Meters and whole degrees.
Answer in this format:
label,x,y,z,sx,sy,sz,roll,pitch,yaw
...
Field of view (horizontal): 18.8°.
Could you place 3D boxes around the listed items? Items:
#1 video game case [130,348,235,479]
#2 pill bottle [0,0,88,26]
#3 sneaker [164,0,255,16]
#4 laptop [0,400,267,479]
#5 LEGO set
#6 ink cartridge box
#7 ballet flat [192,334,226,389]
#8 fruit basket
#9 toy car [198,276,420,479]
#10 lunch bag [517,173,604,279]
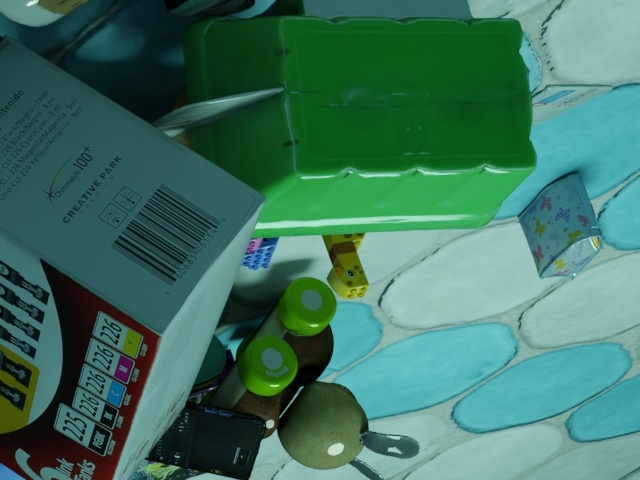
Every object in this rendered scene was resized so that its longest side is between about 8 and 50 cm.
label,x,y,z,sx,sy,sz,roll,pitch,yaw
video game case,-0.189,0.197,1.966,0.210,0.041,0.232,-13,154,-11
pill bottle,-0.099,-0.227,1.081,0.229,0.131,0.131,-28,154,16
sneaker,-0.055,-0.182,1.318,0.069,0.038,0.098,5,155,-44
laptop,-0.197,0.222,1.752,0.264,0.136,0.234,12,161,-2
LEGO set,0.000,0.000,1.648,0.227,0.093,0.087,-11,153,-18
ink cartridge box,-0.210,0.019,1.321,0.130,0.272,0.309,-54,173,-33
ballet flat,-0.200,0.103,1.755,0.231,0.077,0.077,1,169,-32
fruit basket,-0.014,-0.084,1.418,0.327,0.165,0.353,-3,179,-25
toy car,0.003,0.153,1.810,0.149,0.188,0.155,-56,-177,-33
lunch bag,0.232,-0.013,1.814,0.053,0.071,0.083,-4,150,-27
